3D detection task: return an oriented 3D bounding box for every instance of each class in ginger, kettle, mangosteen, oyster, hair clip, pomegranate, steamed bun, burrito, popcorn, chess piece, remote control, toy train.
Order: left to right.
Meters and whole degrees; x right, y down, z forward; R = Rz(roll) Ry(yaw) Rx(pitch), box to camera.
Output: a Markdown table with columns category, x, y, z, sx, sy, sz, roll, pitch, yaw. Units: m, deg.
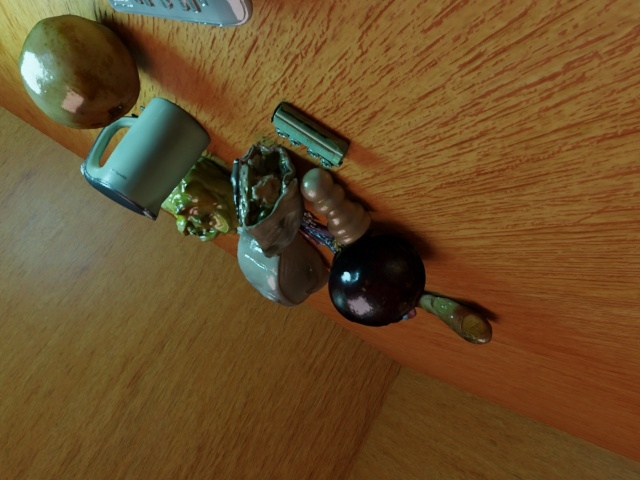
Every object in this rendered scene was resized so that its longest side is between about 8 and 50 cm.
| category | x | y | z | sx | sy | sz | roll | pitch | yaw |
| --- | --- | --- | --- | --- | --- | --- | --- | --- | --- |
| pomegranate | -0.452 | -0.313 | 0.760 | 0.207 | 0.207 | 0.207 | 28 | 165 | 8 |
| kettle | -0.430 | -0.204 | 0.974 | 0.240 | 0.256 | 0.165 | 30 | 168 | 4 |
| remote control | -0.203 | -0.339 | 0.497 | 0.312 | 0.055 | 0.109 | 26 | 159 | 33 |
| popcorn | -0.343 | -0.121 | 1.177 | 0.286 | 0.215 | 0.252 | 29 | -172 | -14 |
| burrito | -0.104 | -0.076 | 0.940 | 0.135 | 0.191 | 0.332 | -12 | 166 | -1 |
| steamed bun | -0.146 | 0.106 | 1.468 | 0.246 | 0.236 | 0.384 | 23 | 163 | 33 |
| oyster | -0.067 | -0.077 | 1.119 | 0.132 | 0.029 | 0.086 | 25 | 164 | 27 |
| toy train | -0.021 | -0.178 | 0.689 | 0.147 | 0.038 | 0.071 | 32 | 163 | -2 |
| hair clip | 0.005 | -0.007 | 1.194 | 0.187 | 0.056 | 0.146 | 32 | 169 | 31 |
| chess piece | 0.024 | -0.076 | 0.837 | 0.094 | 0.094 | 0.170 | 11 | 152 | 52 |
| mangosteen | 0.103 | 0.058 | 0.927 | 0.289 | 0.231 | 0.231 | 55 | 168 | 9 |
| ginger | 0.362 | 0.208 | 1.146 | 0.131 | 0.086 | 0.294 | 27 | 178 | -35 |

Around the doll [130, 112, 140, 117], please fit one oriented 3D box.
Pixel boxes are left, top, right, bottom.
| category | x | y | z | sx | sy | sz | roll | pitch | yaw |
| --- | --- | --- | --- | --- | --- | --- | --- | --- | --- |
| doll | -0.484 | -0.288 | 1.170 | 0.091 | 0.067 | 0.219 | 32 | 164 | 9 |

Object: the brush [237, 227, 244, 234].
| category | x | y | z | sx | sy | sz | roll | pitch | yaw |
| --- | --- | --- | --- | --- | --- | --- | --- | --- | --- |
| brush | -0.384 | -0.112 | 1.587 | 0.296 | 0.068 | 0.060 | 34 | -173 | 4 |

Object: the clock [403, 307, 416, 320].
| category | x | y | z | sx | sy | sz | roll | pitch | yaw |
| --- | --- | --- | --- | --- | --- | --- | --- | --- | --- |
| clock | 0.202 | 0.156 | 1.264 | 0.244 | 0.056 | 0.244 | 41 | 166 | 13 |
